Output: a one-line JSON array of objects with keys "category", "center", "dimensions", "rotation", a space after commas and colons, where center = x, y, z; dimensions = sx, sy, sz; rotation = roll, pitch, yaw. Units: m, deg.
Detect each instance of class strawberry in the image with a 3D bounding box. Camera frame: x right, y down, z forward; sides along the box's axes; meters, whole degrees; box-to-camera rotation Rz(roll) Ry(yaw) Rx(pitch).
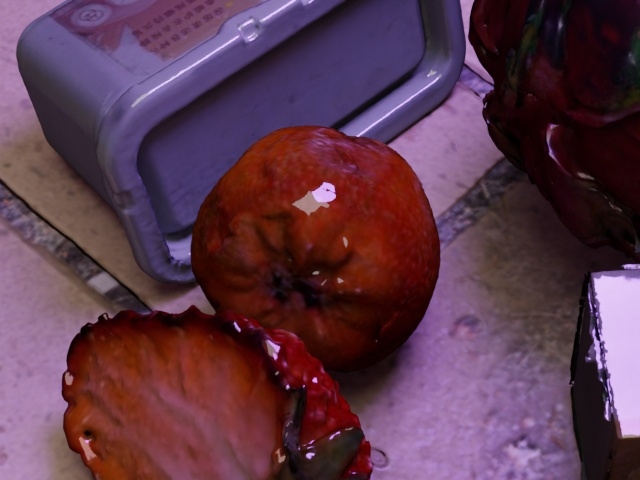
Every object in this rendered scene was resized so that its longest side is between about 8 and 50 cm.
[{"category": "strawberry", "center": [-0.060, 0.124, 1.094], "dimensions": [0.111, 0.190, 0.236], "rotation": [0, 24, -47]}]

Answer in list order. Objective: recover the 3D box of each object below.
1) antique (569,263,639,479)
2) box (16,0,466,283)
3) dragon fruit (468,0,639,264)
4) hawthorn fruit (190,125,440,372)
[{"category": "antique", "center": [0.237, 0.107, 1.061], "dimensions": [0.152, 0.146, 0.148], "rotation": [-4, 56, 1]}, {"category": "box", "center": [-0.067, -0.138, 1.264], "dimensions": [0.312, 0.175, 0.182], "rotation": [-37, 49, -20]}, {"category": "dragon fruit", "center": [0.258, -0.127, 1.133], "dimensions": [0.329, 0.329, 0.329], "rotation": [-2, 54, 3]}, {"category": "hawthorn fruit", "center": [-0.005, 0.005, 1.153], "dimensions": [0.173, 0.173, 0.179], "rotation": [-20, 36, -10]}]
